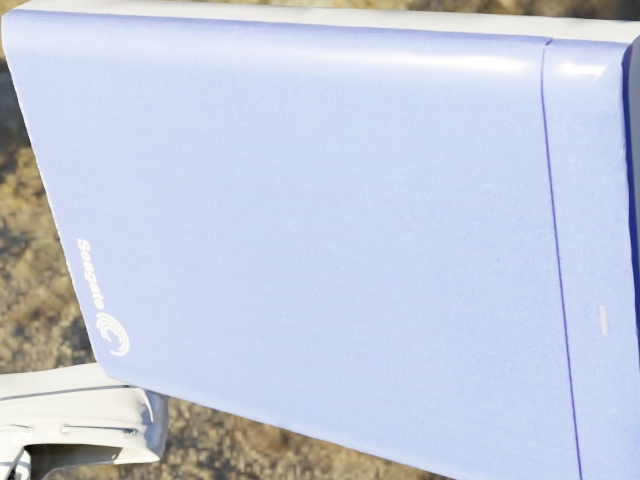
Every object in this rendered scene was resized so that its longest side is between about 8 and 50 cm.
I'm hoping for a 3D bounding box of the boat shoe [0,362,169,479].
[{"bbox_3d":[-0.344,0.244,1.441,0.367,0.136,0.157,-9,65,7],"label":"boat shoe"}]

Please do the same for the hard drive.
[{"bbox_3d":[0.000,0.000,0.571,0.318,0.210,0.040,10,33,36],"label":"hard drive"}]
